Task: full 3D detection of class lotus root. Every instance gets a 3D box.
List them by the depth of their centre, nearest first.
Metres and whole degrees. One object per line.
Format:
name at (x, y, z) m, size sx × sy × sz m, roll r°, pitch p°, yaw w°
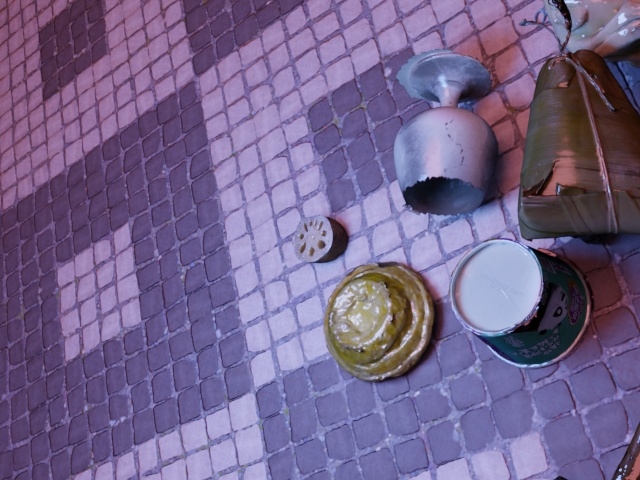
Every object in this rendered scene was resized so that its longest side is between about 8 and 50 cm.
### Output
lotus root at (0.000, 0.003, 2.138) m, size 0.122 × 0.081 × 0.112 m, roll -5°, pitch 72°, yaw 35°

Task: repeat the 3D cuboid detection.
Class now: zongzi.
zongzi at (0.554, -0.210, 1.598) m, size 0.418 × 0.181 × 0.447 m, roll 6°, pitch 75°, yaw 16°

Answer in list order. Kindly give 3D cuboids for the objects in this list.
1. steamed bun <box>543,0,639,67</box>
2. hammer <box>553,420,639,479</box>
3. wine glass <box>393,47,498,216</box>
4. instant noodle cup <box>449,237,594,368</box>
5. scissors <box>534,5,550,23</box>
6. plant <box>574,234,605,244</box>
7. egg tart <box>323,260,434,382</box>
steamed bun at (0.633, -0.450, 1.724) m, size 0.394 × 0.237 × 0.347 m, roll 1°, pitch 50°, yaw 23°
hammer at (0.572, 0.366, 1.568) m, size 0.242 × 0.095 × 0.409 m, roll 21°, pitch 85°, yaw 40°
wine glass at (0.269, -0.227, 1.930) m, size 0.238 × 0.238 × 0.323 m, roll -12°, pitch 56°, yaw 33°
instant noodle cup at (0.381, 0.112, 1.738) m, size 0.251 × 0.190 × 0.251 m, roll -14°, pitch 65°, yaw 32°
scissors at (0.512, -0.544, 1.999) m, size 0.058 × 0.014 × 0.119 m, roll -3°, pitch 75°, yaw 35°
plant at (0.525, -0.068, 1.730) m, size 0.203 × 0.142 × 0.131 m, roll 12°, pitch 73°, yaw 27°
egg tart at (0.114, 0.169, 1.971) m, size 0.290 × 0.115 × 0.290 m, roll -14°, pitch 64°, yaw 31°
